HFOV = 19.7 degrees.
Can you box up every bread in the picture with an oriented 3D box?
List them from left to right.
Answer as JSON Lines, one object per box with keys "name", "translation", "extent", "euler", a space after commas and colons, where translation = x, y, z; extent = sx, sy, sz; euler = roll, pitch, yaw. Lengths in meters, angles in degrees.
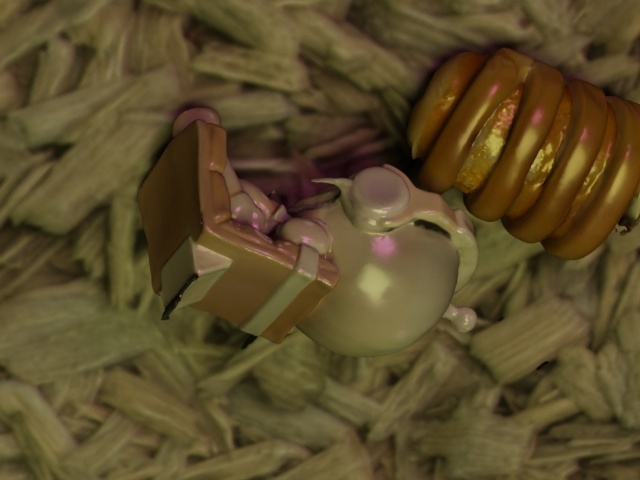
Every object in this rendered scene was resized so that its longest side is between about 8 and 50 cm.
{"name": "bread", "translation": [0.145, -0.057, 1.254], "extent": [0.177, 0.084, 0.119], "euler": [22, 111, -16]}

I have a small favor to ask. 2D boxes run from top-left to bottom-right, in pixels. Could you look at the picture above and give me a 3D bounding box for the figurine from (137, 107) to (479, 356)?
{"name": "figurine", "translation": [0.001, 0.003, 1.242], "extent": [0.237, 0.141, 0.162], "euler": [12, 143, -19]}
